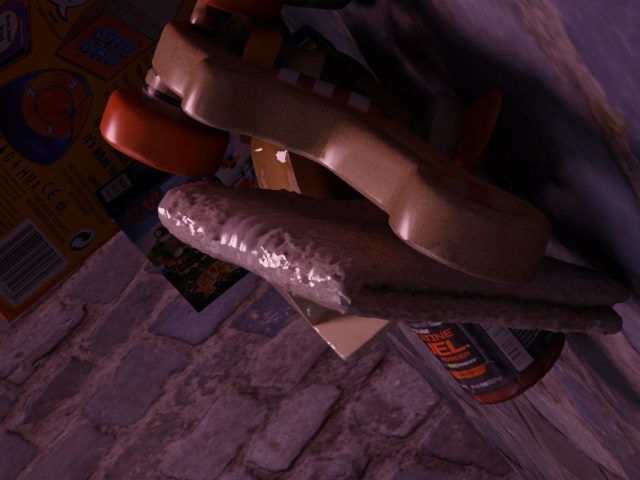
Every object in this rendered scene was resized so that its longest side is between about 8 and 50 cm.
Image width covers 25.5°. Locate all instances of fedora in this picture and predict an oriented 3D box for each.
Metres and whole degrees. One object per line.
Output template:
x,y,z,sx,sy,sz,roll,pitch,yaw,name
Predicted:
0.006,-0.051,1.093,0.194,0.079,0.194,32,-130,-49,fedora

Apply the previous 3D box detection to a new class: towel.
0.057,0.011,0.931,0.282,0.049,0.187,6,-170,-44,towel

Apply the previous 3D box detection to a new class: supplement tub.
0.116,0.041,1.224,0.198,0.106,0.106,49,175,-16,supplement tub

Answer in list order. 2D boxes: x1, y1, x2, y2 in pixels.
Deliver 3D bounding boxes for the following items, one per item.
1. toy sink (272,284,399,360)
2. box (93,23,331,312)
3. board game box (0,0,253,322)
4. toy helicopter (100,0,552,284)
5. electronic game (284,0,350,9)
0.000,0.000,1.669,0.234,0.153,0.131,46,175,33,toy sink
-0.062,-0.059,1.243,0.044,0.233,0.159,49,178,41,box
-0.306,-0.222,1.272,0.356,0.356,0.356,45,171,31,board game box
0.032,-0.056,0.857,0.235,0.140,0.355,14,-164,-33,toy helicopter
-0.065,-0.238,0.949,0.229,0.048,0.229,40,173,6,electronic game
